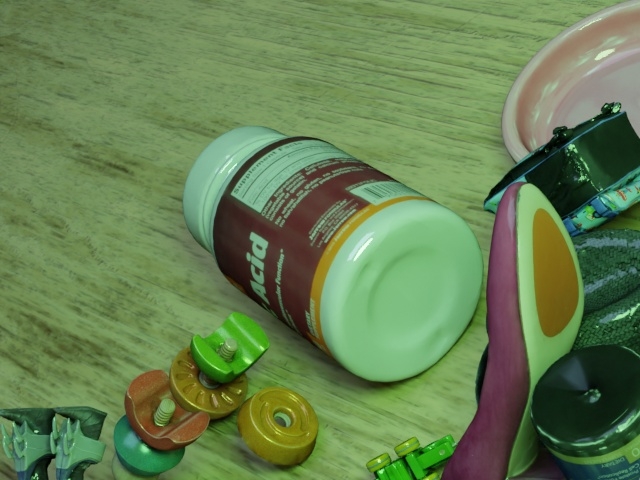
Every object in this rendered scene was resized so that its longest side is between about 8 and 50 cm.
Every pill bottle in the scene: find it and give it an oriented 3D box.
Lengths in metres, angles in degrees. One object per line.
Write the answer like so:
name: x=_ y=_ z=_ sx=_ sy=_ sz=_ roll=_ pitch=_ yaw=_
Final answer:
pill bottle: x=0.000 y=0.000 z=1.848 sx=0.224 sy=0.224 sz=0.392 roll=-44 pitch=38 yaw=-11
pill bottle: x=0.293 y=0.208 z=1.414 sx=0.123 sy=0.219 sz=0.123 roll=-21 pitch=40 yaw=18

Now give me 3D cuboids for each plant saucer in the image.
plant saucer: x=0.393 y=-0.170 z=1.854 sx=0.332 sy=0.084 sz=0.332 roll=-19 pitch=41 yaw=18

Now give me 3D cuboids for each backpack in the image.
backpack: x=0.278 y=-0.058 z=1.678 sx=0.173 sy=0.117 sz=0.158 roll=-38 pitch=-7 yaw=41

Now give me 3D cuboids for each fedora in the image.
fedora: x=0.301 y=0.088 z=1.591 sx=0.334 sy=0.152 sz=0.334 roll=-20 pitch=40 yaw=18

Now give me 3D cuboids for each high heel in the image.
high heel: x=0.168 y=0.122 z=1.495 sx=0.181 sy=0.377 sz=0.127 roll=5 pitch=17 yaw=39

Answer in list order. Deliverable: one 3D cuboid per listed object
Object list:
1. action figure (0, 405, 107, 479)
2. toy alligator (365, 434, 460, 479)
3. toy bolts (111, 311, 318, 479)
action figure: x=-0.321 y=0.341 z=1.758 sx=0.185 sy=0.099 sz=0.285 roll=-7 pitch=79 yaw=30
toy alligator: x=0.115 y=0.243 z=1.644 sx=0.189 sy=0.056 sz=0.051 roll=-30 pitch=-4 yaw=13
toy bolts: x=-0.142 y=0.232 z=1.786 sx=0.228 sy=0.158 sz=0.218 roll=-26 pitch=66 yaw=-43
